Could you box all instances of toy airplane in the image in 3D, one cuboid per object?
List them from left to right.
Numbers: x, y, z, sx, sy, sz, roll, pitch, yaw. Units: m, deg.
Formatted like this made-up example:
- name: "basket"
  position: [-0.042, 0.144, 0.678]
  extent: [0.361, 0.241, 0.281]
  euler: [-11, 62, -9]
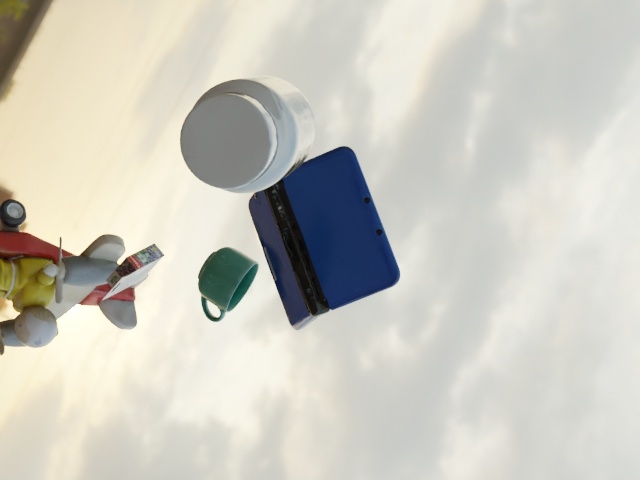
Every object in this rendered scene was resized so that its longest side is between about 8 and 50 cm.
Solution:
- name: "toy airplane"
  position: [-0.555, 0.115, 2.448]
  extent: [0.386, 0.384, 0.272]
  euler: [77, 15, -51]

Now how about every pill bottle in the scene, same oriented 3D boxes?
- name: "pill bottle"
  position: [-0.084, -0.122, 1.348]
  extent: [0.131, 0.131, 0.229]
  euler: [-58, 178, 12]

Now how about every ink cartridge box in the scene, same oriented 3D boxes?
- name: "ink cartridge box"
  position: [-0.295, 0.047, 1.790]
  extent: [0.063, 0.029, 0.115]
  euler: [-44, 173, 31]

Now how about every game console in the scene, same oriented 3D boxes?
- name: "game console"
  position: [0.000, 0.000, 2.303]
  extent: [0.250, 0.173, 0.293]
  euler: [136, -64, -68]

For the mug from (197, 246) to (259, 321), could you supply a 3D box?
- name: "mug"
  position: [-0.217, 0.090, 2.559]
  extent: [0.158, 0.097, 0.129]
  euler: [-56, 170, -15]
